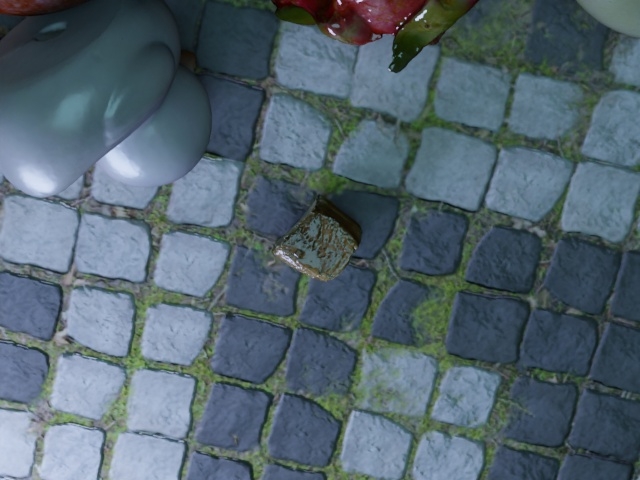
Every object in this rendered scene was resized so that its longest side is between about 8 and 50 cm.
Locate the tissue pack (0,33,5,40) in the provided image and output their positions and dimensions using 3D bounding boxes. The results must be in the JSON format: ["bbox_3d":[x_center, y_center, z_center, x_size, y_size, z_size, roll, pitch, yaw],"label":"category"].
[{"bbox_3d":[-0.323,-0.175,1.445,0.083,0.035,0.063,29,104,-8],"label":"tissue pack"}]

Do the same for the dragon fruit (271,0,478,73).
[{"bbox_3d":[0.067,-0.301,1.303,0.302,0.231,0.237,-17,112,48],"label":"dragon fruit"}]

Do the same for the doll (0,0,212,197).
[{"bbox_3d":[-0.207,-0.126,1.372,0.221,0.251,0.221,21,140,18],"label":"doll"}]

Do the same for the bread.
[{"bbox_3d":[0.000,0.002,1.478,0.070,0.083,0.077,40,99,-3],"label":"bread"}]

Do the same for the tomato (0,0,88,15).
[{"bbox_3d":[-0.256,-0.341,1.286,0.270,0.227,0.270,9,105,40],"label":"tomato"}]

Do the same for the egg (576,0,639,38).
[{"bbox_3d":[0.303,-0.314,1.328,0.188,0.188,0.254,-19,96,5],"label":"egg"}]
